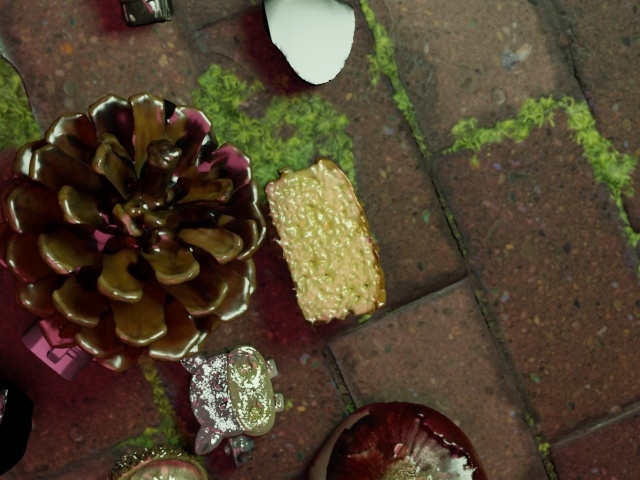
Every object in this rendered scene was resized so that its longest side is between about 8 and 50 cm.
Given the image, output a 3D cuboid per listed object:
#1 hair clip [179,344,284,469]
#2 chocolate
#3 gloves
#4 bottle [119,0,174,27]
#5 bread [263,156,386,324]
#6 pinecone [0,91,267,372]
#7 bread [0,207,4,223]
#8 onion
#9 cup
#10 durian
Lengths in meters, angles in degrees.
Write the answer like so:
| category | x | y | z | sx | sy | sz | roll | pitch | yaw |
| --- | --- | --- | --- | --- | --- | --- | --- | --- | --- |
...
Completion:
| category | x | y | z | sx | sy | sz | roll | pitch | yaw |
| --- | --- | --- | --- | --- | --- | --- | --- | --- | --- |
| hair clip | -0.126 | 0.241 | 1.595 | 0.146 | 0.056 | 0.187 | -9 | 90 | -18 |
| chocolate | -0.017 | -0.293 | 1.526 | 0.125 | 0.080 | 0.149 | -40 | 95 | -12 |
| gloves | -0.556 | 0.261 | 1.503 | 0.301 | 0.152 | 0.197 | 10 | 76 | -3 |
| bottle | -0.251 | -0.420 | 1.456 | 0.112 | 0.112 | 0.260 | -10 | 100 | -6 |
| bread | 0.000 | 0.000 | 1.541 | 0.143 | 0.139 | 0.229 | -16 | 94 | -6 |
| pinecone | -0.216 | -0.025 | 1.370 | 0.384 | 0.384 | 0.385 | -1 | 99 | -7 |
| bread | -0.484 | -0.022 | 1.532 | 0.152 | 0.105 | 0.077 | -1 | 101 | 25 |
| onion | 0.120 | 0.375 | 1.602 | 0.272 | 0.195 | 0.272 | -7 | 71 | 22 |
| cup | -0.345 | 0.123 | 1.521 | 0.095 | 0.128 | 0.129 | 42 | 89 | -11 |
| durian | -0.235 | 0.355 | 1.592 | 0.188 | 0.091 | 0.148 | 9 | 106 | -24 |
